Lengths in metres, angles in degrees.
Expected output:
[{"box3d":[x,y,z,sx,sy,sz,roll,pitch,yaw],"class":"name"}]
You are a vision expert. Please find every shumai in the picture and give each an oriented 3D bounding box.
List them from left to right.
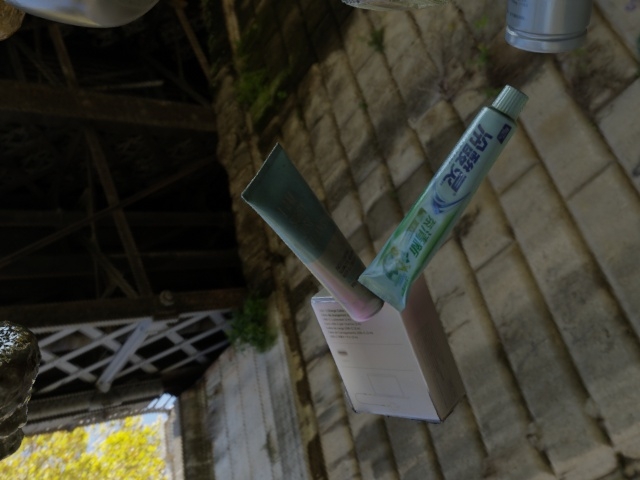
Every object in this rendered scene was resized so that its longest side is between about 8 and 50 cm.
[{"box3d":[-0.408,0.195,0.808,0.161,0.209,0.153,-48,-56,-62],"class":"shumai"}]

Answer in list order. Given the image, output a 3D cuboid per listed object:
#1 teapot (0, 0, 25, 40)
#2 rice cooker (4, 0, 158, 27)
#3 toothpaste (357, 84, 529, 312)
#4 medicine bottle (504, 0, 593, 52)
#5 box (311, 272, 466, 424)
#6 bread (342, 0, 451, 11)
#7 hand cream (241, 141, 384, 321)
[{"box3d":[-0.455,-0.338,0.788,0.311,0.167,0.203,15,-173,27],"class":"teapot"},{"box3d":[-0.147,-0.240,0.433,0.127,0.206,0.145,28,-165,12],"class":"rice cooker"},{"box3d":[0.152,-0.053,0.817,0.075,0.297,0.048,38,-170,29],"class":"toothpaste"},{"box3d":[0.162,-0.184,0.470,0.058,0.091,0.058,-2,-145,2],"class":"medicine bottle"},{"box3d":[0.119,0.191,1.211,0.106,0.203,0.252,-35,-71,-40],"class":"box"},{"box3d":[0.126,-0.480,1.108,0.109,0.192,0.210,-6,-161,-37],"class":"bread"},{"box3d":[0.000,0.000,1.025,0.312,0.070,0.111,52,-126,-34],"class":"hand cream"}]
